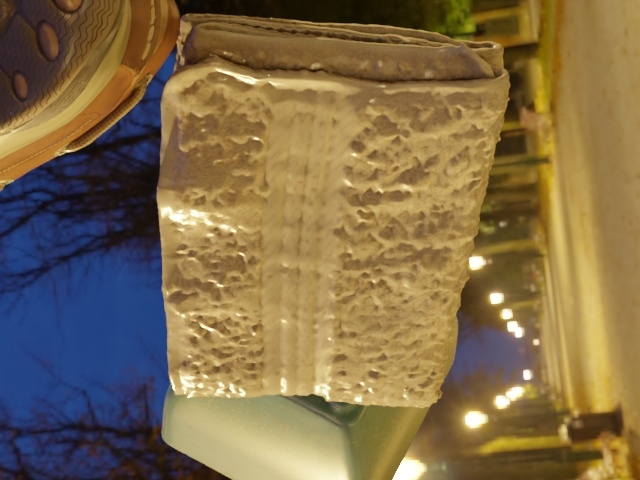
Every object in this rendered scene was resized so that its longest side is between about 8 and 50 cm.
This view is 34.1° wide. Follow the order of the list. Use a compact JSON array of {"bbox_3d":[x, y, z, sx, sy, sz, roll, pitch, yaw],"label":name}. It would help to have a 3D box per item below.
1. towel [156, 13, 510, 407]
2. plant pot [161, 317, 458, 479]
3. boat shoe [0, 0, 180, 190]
[{"bbox_3d":[0.000,0.000,0.622,0.049,0.187,0.282,-87,1,-50],"label":"towel"},{"bbox_3d":[-0.005,0.121,1.033,0.248,0.247,0.252,-60,-9,-21],"label":"plant pot"},{"bbox_3d":[-0.208,-0.055,0.520,0.116,0.324,0.123,-11,-95,-67],"label":"boat shoe"}]
